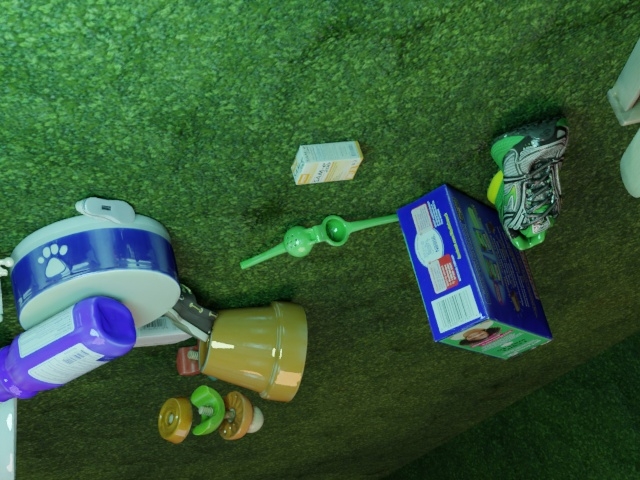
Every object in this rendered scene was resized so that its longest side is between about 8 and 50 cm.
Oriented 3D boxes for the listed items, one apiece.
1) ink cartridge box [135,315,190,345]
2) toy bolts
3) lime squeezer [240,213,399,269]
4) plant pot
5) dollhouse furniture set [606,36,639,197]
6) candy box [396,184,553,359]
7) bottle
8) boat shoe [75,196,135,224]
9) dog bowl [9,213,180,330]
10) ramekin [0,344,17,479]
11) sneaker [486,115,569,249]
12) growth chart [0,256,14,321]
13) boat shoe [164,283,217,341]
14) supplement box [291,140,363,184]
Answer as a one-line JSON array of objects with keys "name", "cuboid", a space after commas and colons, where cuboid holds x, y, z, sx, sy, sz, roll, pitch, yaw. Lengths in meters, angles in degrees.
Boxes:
[{"name": "ink cartridge box", "cuboid": [-0.333, 0.186, 1.901, 0.145, 0.045, 0.179, -2, 170, -31]}, {"name": "toy bolts", "cuboid": [-0.233, 0.337, 2.038, 0.158, 0.229, 0.218, 19, 144, -38]}, {"name": "lime squeezer", "cuboid": [0.000, 0.000, 1.687, 0.310, 0.059, 0.110, -18, 155, 0]}, {"name": "plant pot", "cuboid": [-0.145, 0.218, 1.907, 0.187, 0.205, 0.205, 9, 148, -17]}, {"name": "dollhouse furniture set", "cuboid": [0.608, -0.145, 1.370, 0.361, 0.394, 0.256, -14, 156, -8]}, {"name": "candy box", "cuboid": [0.298, 0.068, 1.768, 0.122, 0.268, 0.317, -27, 154, 28]}, {"name": "bottle", "cuboid": [-0.431, 0.183, 1.491, 0.282, 0.092, 0.118, -27, 153, 22]}, {"name": "boat shoe", "cuboid": [-0.327, -0.045, 1.414, 0.035, 0.035, 0.100, -1, 173, 37]}, {"name": "dog bowl", "cuboid": [-0.366, 0.064, 1.523, 0.264, 0.104, 0.265, -14, 155, -6]}, {"name": "ramekin", "cuboid": [-0.634, 0.334, 1.728, 0.135, 0.277, 0.277, 0, 151, -16]}, {"name": "sneaker", "cuboid": [0.377, -0.098, 1.621, 0.134, 0.146, 0.343, -17, 155, 0]}, {"name": "growth chart", "cuboid": [-0.582, 0.080, 1.483, 0.171, 0.021, 0.237, 7, 148, -17]}, {"name": "boat shoe", "cuboid": [-0.268, 0.117, 1.748, 0.081, 0.069, 0.228, 20, 163, 31]}, {"name": "supplement box", "cuboid": [0.010, -0.121, 1.461, 0.098, 0.036, 0.062, -7, 153, -20]}]
